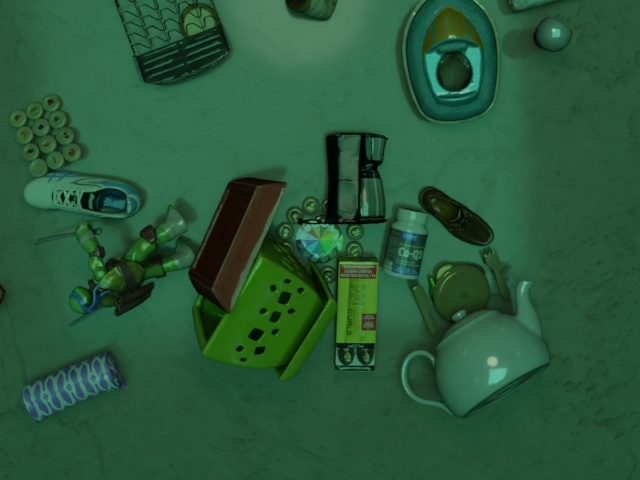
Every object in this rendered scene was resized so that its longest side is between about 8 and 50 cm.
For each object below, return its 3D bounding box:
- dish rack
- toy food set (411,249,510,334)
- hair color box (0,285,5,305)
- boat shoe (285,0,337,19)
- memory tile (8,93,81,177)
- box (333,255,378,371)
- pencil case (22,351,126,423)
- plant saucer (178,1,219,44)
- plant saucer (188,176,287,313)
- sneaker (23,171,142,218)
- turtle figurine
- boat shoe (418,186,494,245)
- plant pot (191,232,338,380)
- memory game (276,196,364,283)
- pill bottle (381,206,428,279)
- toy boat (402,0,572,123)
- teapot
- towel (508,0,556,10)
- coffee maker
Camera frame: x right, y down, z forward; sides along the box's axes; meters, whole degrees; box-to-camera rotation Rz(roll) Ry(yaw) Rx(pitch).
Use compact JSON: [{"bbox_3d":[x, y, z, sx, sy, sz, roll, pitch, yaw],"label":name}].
[{"bbox_3d":[-0.301,-0.446,1.800,0.208,0.074,0.272,-21,87,3],"label":"dish rack"},{"bbox_3d":[0.290,0.105,1.937,0.192,0.038,0.133,-23,105,-4],"label":"toy food set"},{"bbox_3d":[-0.709,0.139,1.879,0.141,0.072,0.043,-32,114,3],"label":"hair color box"},{"bbox_3d":[0.018,-0.583,1.802,0.098,0.109,0.303,7,99,-43],"label":"boat shoe"},{"bbox_3d":[-0.548,-0.208,1.851,0.113,0.012,0.148,-24,85,0],"label":"memory tile"},{"bbox_3d":[0.073,0.150,1.913,0.087,0.058,0.232,2,101,-2],"label":"box"},{"bbox_3d":[-0.505,0.301,1.910,0.206,0.086,0.088,-20,126,2],"label":"pencil case"},{"bbox_3d":[-0.240,-0.429,1.848,0.083,0.015,0.084,0,97,-1],"label":"plant saucer"},{"bbox_3d":[-0.171,-0.007,1.769,0.047,0.259,0.259,25,87,-22],"label":"plant saucer"},{"bbox_3d":[-0.475,-0.089,1.853,0.237,0.086,0.085,4,99,-1],"label":"sneaker"},{"bbox_3d":[-0.400,0.035,1.836,0.266,0.274,0.198,-29,100,-23],"label":"turtle figurine"},{"bbox_3d":[0.278,-0.044,1.898,0.178,0.060,0.064,35,95,-6],"label":"boat shoe"},{"bbox_3d":[-0.103,0.126,1.816,0.207,0.227,0.228,28,101,-21],"label":"plant pot"},{"bbox_3d":[0.000,0.000,1.919,0.186,0.012,0.186,0,98,-2],"label":"memory game"},{"bbox_3d":[0.175,0.005,1.893,0.078,0.078,0.137,10,98,-4],"label":"pill bottle"},{"bbox_3d":[0.317,-0.372,1.797,0.318,0.148,0.268,-11,99,7],"label":"toy boat"},{"bbox_3d":[0.318,0.227,1.872,0.256,0.252,0.187,-22,68,-27],"label":"teapot"},{"bbox_3d":[0.484,-0.668,1.809,0.320,0.090,0.375,-15,98,3],"label":"towel"},{"bbox_3d":[0.049,-0.121,1.838,0.171,0.120,0.178,0,87,-23],"label":"coffee maker"}]
